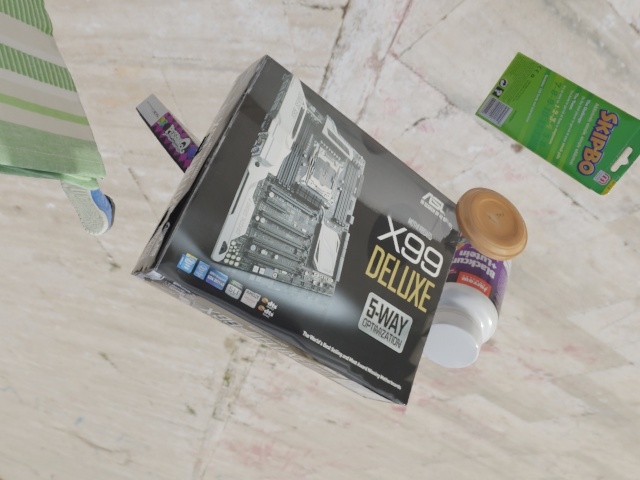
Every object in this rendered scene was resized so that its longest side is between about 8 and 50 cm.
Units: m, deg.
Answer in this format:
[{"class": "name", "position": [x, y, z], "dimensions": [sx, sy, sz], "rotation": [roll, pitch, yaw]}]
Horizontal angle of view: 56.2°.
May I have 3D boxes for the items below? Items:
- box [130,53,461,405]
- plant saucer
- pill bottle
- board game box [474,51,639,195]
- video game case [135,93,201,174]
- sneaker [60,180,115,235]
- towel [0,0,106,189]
[{"class": "box", "position": [0.000, 0.000, 0.629], "dimensions": [0.307, 0.242, 0.076], "rotation": [34, 157, -26]}, {"class": "plant saucer", "position": [0.176, -0.019, 0.609], "dimensions": [0.083, 0.083, 0.013], "rotation": [25, 144, -11]}, {"class": "pill bottle", "position": [0.197, 0.079, 0.831], "dimensions": [0.108, 0.193, 0.108], "rotation": [14, 131, 17]}, {"class": "board game box", "position": [0.390, -0.190, 0.971], "dimensions": [0.259, 0.124, 0.039], "rotation": [44, -160, 30]}, {"class": "video game case", "position": [-0.166, -0.098, 0.937], "dimensions": [0.210, 0.042, 0.232], "rotation": [48, 180, 27]}, {"class": "sneaker", "position": [-0.423, -0.084, 1.096], "dimensions": [0.058, 0.084, 0.152], "rotation": [-22, 97, -3]}, {"class": "towel", "position": [-0.363, -0.213, 0.640], "dimensions": [0.038, 0.325, 0.248], "rotation": [-26, 171, 16]}]
